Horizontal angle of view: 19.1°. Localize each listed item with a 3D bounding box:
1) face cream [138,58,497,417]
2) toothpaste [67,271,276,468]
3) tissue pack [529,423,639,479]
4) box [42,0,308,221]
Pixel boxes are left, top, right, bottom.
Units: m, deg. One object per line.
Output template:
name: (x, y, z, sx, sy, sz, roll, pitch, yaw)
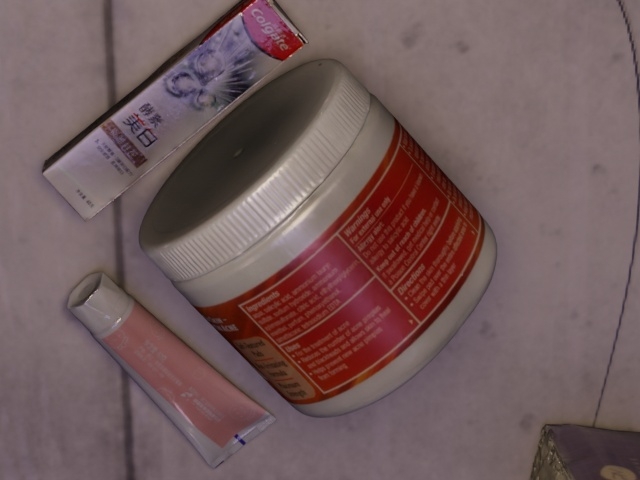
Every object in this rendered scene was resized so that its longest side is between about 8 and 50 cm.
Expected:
face cream: (0.000, 0.000, 1.387, 0.201, 0.201, 0.187, -40, 109, 10)
toothpaste: (-0.121, 0.101, 1.504, 0.067, 0.043, 0.194, -39, 115, 7)
tissue pack: (0.349, 0.252, 1.496, 0.343, 0.242, 0.125, 7, 107, -8)
box: (-0.110, -0.102, 1.424, 0.218, 0.039, 0.055, -39, 108, 9)
